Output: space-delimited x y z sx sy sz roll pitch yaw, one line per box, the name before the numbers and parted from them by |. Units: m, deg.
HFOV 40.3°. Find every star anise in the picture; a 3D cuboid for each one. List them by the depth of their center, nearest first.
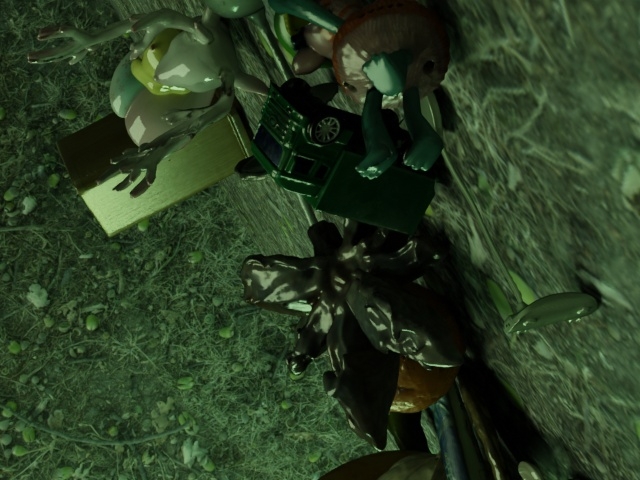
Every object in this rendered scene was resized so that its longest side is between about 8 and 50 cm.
star anise | 0.028 0.059 0.804 0.110 0.198 0.257 19 -154 -42

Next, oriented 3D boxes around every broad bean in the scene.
broad bean | 0.147 0.304 1.403 0.067 0.075 0.325 45 164 55

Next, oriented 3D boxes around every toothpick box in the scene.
toothpick box | -0.287 -0.159 1.560 0.190 0.308 0.187 56 172 36

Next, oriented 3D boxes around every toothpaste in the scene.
toothpaste | 0.153 0.231 0.936 0.069 0.047 0.268 27 -134 -60

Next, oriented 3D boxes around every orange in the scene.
orange | 0.086 0.110 0.895 0.117 0.136 0.135 25 -170 -29

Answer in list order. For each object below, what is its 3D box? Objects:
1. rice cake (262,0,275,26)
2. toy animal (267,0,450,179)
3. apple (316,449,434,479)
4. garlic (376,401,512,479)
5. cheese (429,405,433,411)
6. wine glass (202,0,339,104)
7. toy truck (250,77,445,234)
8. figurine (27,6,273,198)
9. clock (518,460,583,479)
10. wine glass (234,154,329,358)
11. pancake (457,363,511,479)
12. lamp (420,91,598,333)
rice cake | -0.057 -0.262 0.701 0.034 0.043 0.211 28 149 61
toy animal | 0.017 -0.122 0.550 0.103 0.100 0.208 21 -153 -27
apple | 0.121 0.507 1.266 0.333 0.400 0.400 -7 116 54
garlic | 0.159 0.299 1.049 0.218 0.218 0.212 -142 56 -69
cheese | 0.099 0.133 1.207 0.256 0.037 0.106 60 171 -14
wine glass | -0.057 -0.205 0.783 0.195 0.079 0.079 61 172 -24
toy truck | 0.019 -0.064 0.651 0.147 0.079 0.065 14 -157 -37
figurine | -0.200 -0.189 1.110 0.206 0.284 0.315 59 161 -6
clock | 0.242 0.282 0.779 0.191 0.062 0.151 55 172 31
wine glass | 0.000 0.000 0.987 0.232 0.156 0.156 68 170 -21
pancake | 0.180 0.221 0.917 0.199 0.021 0.199 -19 -90 -84
lamp | 0.113 -0.031 0.581 0.050 0.056 0.198 77 172 -69
